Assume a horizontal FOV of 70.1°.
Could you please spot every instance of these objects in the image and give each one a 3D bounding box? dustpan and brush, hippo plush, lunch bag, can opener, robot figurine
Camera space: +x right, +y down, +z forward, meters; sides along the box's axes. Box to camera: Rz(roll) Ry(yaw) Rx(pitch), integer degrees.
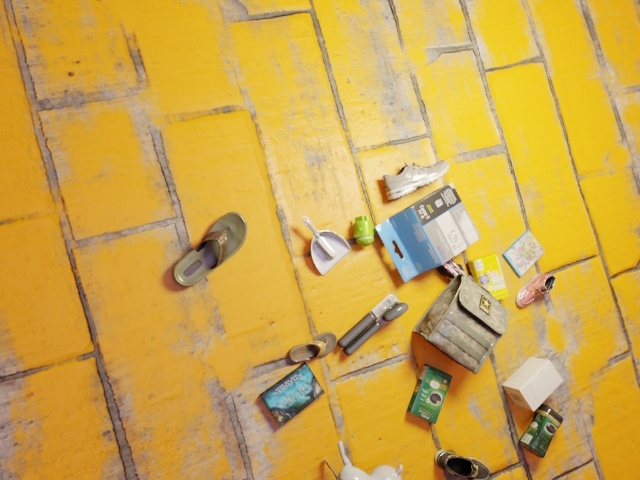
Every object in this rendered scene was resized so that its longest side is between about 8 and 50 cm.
[{"bbox_3d":[0.000,0.000,1.598,0.147,0.060,0.211,-42,96,-17],"label":"dustpan and brush"},{"bbox_3d":[0.156,0.843,1.503,0.237,0.234,0.294,7,38,-33],"label":"hippo plush"},{"bbox_3d":[0.526,0.291,1.651,0.235,0.169,0.287,37,85,-10],"label":"lunch bag"},{"bbox_3d":[0.182,0.293,1.608,0.280,0.093,0.074,-38,96,-12],"label":"can opener"},{"bbox_3d":[0.156,-0.031,1.645,0.101,0.067,0.115,-1,81,-48],"label":"robot figurine"}]

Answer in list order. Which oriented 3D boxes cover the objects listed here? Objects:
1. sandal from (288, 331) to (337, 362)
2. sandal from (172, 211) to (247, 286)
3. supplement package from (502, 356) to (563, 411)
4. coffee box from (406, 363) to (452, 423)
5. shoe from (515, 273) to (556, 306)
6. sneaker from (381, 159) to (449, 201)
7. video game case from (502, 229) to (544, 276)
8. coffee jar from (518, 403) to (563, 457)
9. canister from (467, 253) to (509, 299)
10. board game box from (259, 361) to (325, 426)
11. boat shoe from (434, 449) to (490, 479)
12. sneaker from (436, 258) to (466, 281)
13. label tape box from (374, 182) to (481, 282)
[{"bbox_3d":[-0.021,0.369,1.555,0.180,0.049,0.072,-17,89,-18],"label":"sandal"},{"bbox_3d":[-0.348,0.033,1.477,0.120,0.086,0.302,43,74,-8],"label":"sandal"},{"bbox_3d":[0.814,0.547,1.754,0.179,0.105,0.105,-36,94,-16],"label":"supplement package"},{"bbox_3d":[0.397,0.557,1.662,0.113,0.040,0.184,26,77,-12],"label":"coffee box"},{"bbox_3d":[0.860,0.197,1.820,0.178,0.081,0.063,-41,96,-17],"label":"shoe"},{"bbox_3d":[0.359,-0.252,1.712,0.281,0.105,0.115,-26,92,-17],"label":"sneaker"},{"bbox_3d":[0.830,0.052,1.863,0.166,0.015,0.119,-39,96,-17],"label":"video game case"},{"bbox_3d":[0.851,0.729,1.756,0.096,0.079,0.184,40,75,-5],"label":"coffee jar"},{"bbox_3d":[0.650,0.146,1.769,0.126,0.073,0.169,-13,86,-18],"label":"canister"},{"bbox_3d":[-0.092,0.514,1.529,0.186,0.026,0.126,-33,93,-17],"label":"board game box"},{"bbox_3d":[0.525,0.827,1.653,0.228,0.069,0.081,22,78,-13],"label":"boat shoe"},{"bbox_3d":[0.528,0.129,1.739,0.178,0.072,0.077,47,62,-13],"label":"sneaker"},{"bbox_3d":[0.400,-0.030,1.675,0.334,0.106,0.240,-30,93,-26],"label":"label tape box"}]
